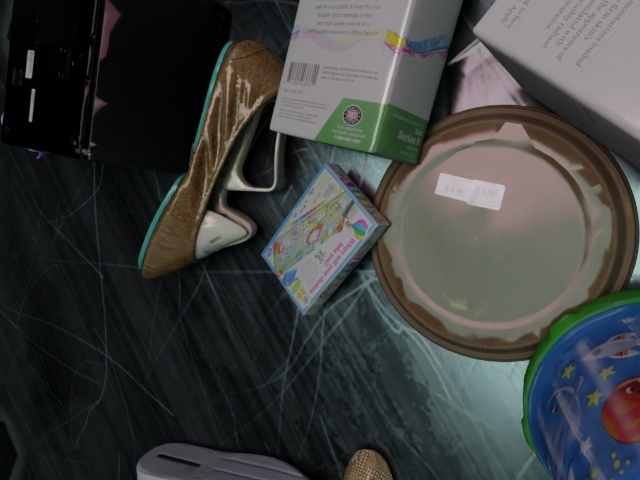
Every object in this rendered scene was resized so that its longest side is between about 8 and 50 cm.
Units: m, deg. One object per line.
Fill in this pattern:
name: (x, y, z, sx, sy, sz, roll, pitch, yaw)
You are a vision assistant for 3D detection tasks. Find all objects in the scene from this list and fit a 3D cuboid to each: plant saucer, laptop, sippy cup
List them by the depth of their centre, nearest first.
sippy cup: (0.279, 0.174, 0.386, 0.240, 0.224, 0.305, -22, 93, 21)
plant saucer: (0.176, -0.006, 0.550, 0.278, 0.041, 0.278, 1, 93, 27)
laptop: (-0.283, -0.223, 0.709, 0.264, 0.136, 0.234, 13, 98, 25)

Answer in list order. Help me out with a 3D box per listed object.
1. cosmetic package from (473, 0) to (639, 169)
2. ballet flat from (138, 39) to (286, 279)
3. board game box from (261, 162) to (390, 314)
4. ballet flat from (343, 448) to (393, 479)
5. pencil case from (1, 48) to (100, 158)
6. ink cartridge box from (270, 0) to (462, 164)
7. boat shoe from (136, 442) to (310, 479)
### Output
cosmetic package: (0.260, -0.161, 0.417, 0.151, 0.151, 0.184, -52, 56, 20)
ballet flat: (-0.120, -0.076, 0.666, 0.124, 0.116, 0.342, 27, 101, 2)
board game box: (0.000, 0.000, 0.619, 0.103, 0.026, 0.154, 53, 122, 26)
ballet flat: (0.048, 0.355, 0.613, 0.073, 0.067, 0.206, 2, 93, 26)
pencil case: (-0.393, -0.213, 0.797, 0.206, 0.086, 0.088, -24, 118, 26)
ink cartridge box: (0.048, -0.203, 0.553, 0.154, 0.093, 0.212, 21, 103, 40)
boat shoe: (-0.119, 0.345, 0.688, 0.302, 0.109, 0.094, 1, 108, 35)
